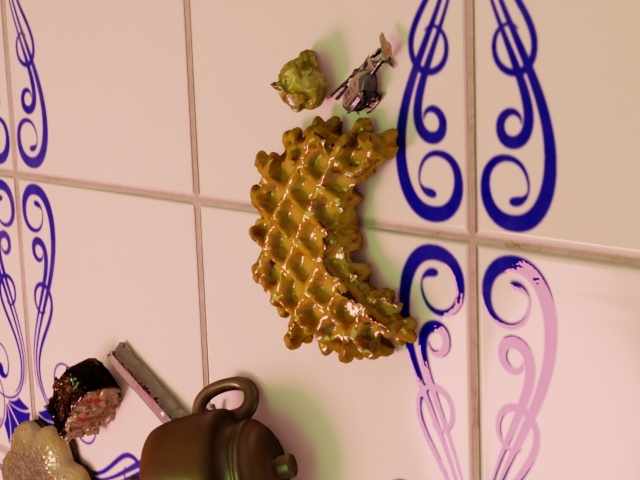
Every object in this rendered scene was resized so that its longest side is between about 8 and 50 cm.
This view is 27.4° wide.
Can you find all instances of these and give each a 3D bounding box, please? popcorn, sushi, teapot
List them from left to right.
[{"bbox_3d":[-0.360,0.244,2.003,0.078,0.090,0.150,60,137,27],"label":"sushi"},{"bbox_3d":[-0.113,0.293,1.681,0.175,0.185,0.268,-15,54,17],"label":"teapot"},{"bbox_3d":[-0.022,-0.187,1.545,0.059,0.068,0.083,-23,45,28],"label":"popcorn"}]

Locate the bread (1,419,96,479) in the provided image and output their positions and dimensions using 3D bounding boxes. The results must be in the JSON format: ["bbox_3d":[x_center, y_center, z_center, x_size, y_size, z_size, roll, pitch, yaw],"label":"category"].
[{"bbox_3d":[-0.447,0.399,2.164,0.286,0.056,0.207,25,118,42],"label":"bread"}]

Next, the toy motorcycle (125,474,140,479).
[{"bbox_3d":[-0.218,0.438,1.775,0.341,0.107,0.223,94,165,-75],"label":"toy motorcycle"}]

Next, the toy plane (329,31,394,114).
[{"bbox_3d":[0.051,-0.181,1.483,0.121,0.031,0.049,-48,54,46],"label":"toy plane"}]

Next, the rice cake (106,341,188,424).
[{"bbox_3d":[-0.250,0.216,1.912,0.207,0.033,0.033,41,137,37],"label":"rice cake"}]

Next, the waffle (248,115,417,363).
[{"bbox_3d":[0.000,0.000,1.552,0.259,0.069,0.293,-3,94,48],"label":"waffle"}]

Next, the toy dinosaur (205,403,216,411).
[{"bbox_3d":[-0.151,0.261,1.808,0.047,0.030,0.083,12,108,46],"label":"toy dinosaur"}]
